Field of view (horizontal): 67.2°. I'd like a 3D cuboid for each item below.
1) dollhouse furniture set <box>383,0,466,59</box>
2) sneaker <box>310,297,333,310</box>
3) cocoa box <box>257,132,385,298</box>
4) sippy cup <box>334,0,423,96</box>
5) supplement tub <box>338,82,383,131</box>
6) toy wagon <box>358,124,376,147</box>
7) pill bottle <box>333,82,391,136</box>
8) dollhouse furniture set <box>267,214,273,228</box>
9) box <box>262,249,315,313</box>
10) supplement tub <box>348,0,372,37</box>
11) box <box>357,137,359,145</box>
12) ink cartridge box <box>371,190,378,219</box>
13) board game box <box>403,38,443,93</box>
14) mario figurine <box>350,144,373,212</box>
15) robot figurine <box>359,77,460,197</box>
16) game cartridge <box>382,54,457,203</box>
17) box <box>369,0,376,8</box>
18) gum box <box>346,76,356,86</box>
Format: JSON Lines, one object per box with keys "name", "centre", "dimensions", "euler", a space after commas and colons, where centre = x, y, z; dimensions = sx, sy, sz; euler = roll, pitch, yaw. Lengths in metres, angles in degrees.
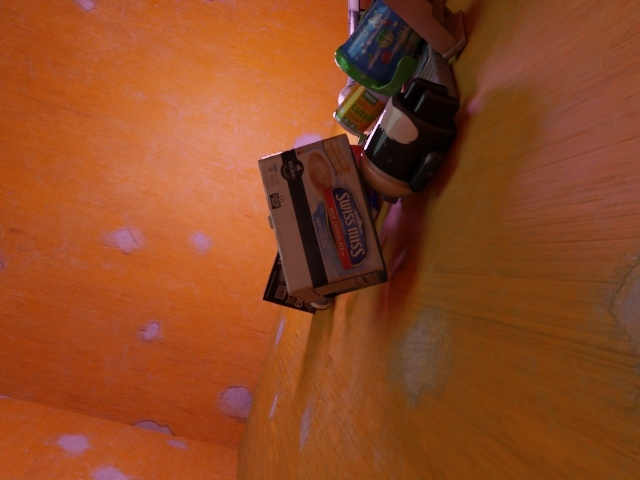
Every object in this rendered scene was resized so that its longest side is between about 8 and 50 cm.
{"name": "dollhouse furniture set", "centre": [0.357, -0.669, 1.113], "dimensions": [0.394, 0.257, 0.362], "euler": [-36, 33, 41]}
{"name": "sneaker", "centre": [0.023, 0.114, 1.857], "dimensions": [0.295, 0.124, 0.178], "euler": [-82, 3, -53]}
{"name": "cocoa box", "centre": [0.015, -0.044, 1.201], "dimensions": [0.231, 0.228, 0.346], "euler": [47, -152, -74]}
{"name": "sippy cup", "centre": [0.195, -0.593, 1.449], "dimensions": [0.240, 0.305, 0.224], "euler": [-28, -22, -51]}
{"name": "supplement tub", "centre": [0.168, -0.539, 1.952], "dimensions": [0.144, 0.144, 0.199], "euler": [-68, 31, 32]}
{"name": "toy wagon", "centre": [0.176, -0.343, 1.749], "dimensions": [0.344, 0.068, 0.267], "euler": [-51, 11, 6]}
{"name": "pill bottle", "centre": [0.172, -0.512, 1.753], "dimensions": [0.245, 0.136, 0.136], "euler": [-47, 20, 28]}
{"name": "dollhouse furniture set", "centre": [0.000, 0.000, 1.571], "dimensions": [0.286, 0.198, 0.303], "euler": [-42, 60, 49]}
{"name": "box", "centre": [-0.093, 0.148, 2.104], "dimensions": [0.076, 0.243, 0.307], "euler": [-96, 25, -70]}
{"name": "supplement tub", "centre": [0.206, -0.971, 1.938], "dimensions": [0.193, 0.194, 0.315], "euler": [-83, -8, -49]}
{"name": "box", "centre": [0.178, -0.482, 2.132], "dimensions": [0.116, 0.029, 0.162], "euler": [-86, -7, -57]}
{"name": "ink cartridge box", "centre": [0.133, -0.066, 1.663], "dimensions": [0.165, 0.065, 0.332], "euler": [-84, 12, -56]}
{"name": "board game box", "centre": [0.312, -0.541, 1.468], "dimensions": [0.193, 0.053, 0.305], "euler": [115, 168, -50]}
{"name": "mario figurine", "centre": [0.089, -0.122, 1.431], "dimensions": [0.198, 0.170, 0.320], "euler": [-138, 46, -76]}
{"name": "robot figurine", "centre": [0.205, -0.229, 1.126], "dimensions": [0.278, 0.174, 0.209], "euler": [-62, -6, 35]}
{"name": "game cartridge", "centre": [0.260, -0.300, 1.323], "dimensions": [0.230, 0.068, 0.355], "euler": [-76, 8, -47]}
{"name": "box", "centre": [0.270, -0.805, 1.696], "dimensions": [0.343, 0.179, 0.312], "euler": [-69, 1, -55]}
{"name": "gum box", "centre": [0.191, -0.658, 2.144], "dimensions": [0.041, 0.157, 0.184], "euler": [121, 164, -57]}
